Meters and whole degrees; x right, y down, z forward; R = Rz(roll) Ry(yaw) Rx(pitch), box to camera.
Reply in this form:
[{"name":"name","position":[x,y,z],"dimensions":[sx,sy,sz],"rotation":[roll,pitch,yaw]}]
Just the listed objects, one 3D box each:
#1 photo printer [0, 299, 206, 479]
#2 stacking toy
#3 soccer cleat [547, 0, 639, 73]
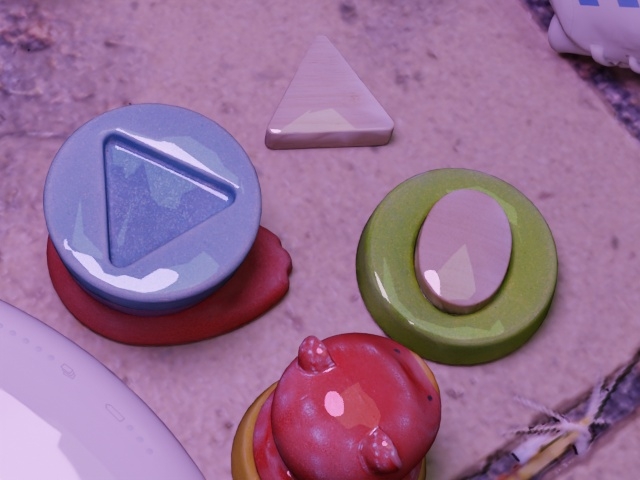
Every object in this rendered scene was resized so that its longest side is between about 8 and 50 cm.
[{"name":"photo printer","position":[-0.230,0.177,1.042],"dimensions":[0.256,0.107,0.307],"rotation":[35,66,9]},{"name":"stacking toy","position":[0.000,0.000,1.141],"dimensions":[0.309,0.130,0.279],"rotation":[43,68,12]},{"name":"soccer cleat","position":[0.240,-0.155,1.249],"dimensions":[0.331,0.143,0.116],"rotation":[41,26,18]}]
